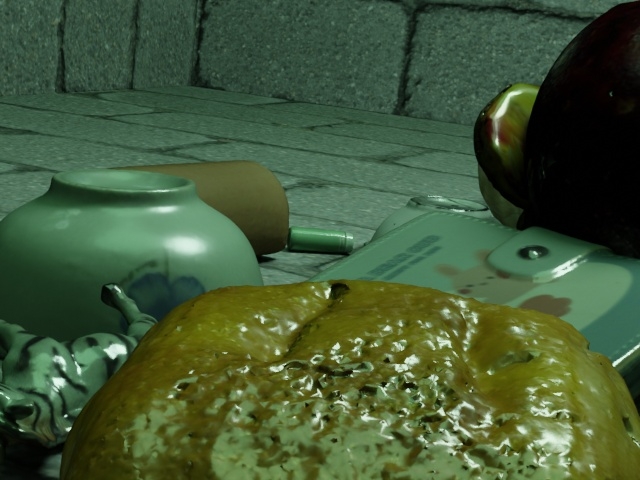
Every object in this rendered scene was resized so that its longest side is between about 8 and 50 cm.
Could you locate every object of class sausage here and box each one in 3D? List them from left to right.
[{"bbox_3d":[-0.147,-0.030,1.440,0.123,0.123,0.253,14,14,37],"label":"sausage"}]

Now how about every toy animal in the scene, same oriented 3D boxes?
[{"bbox_3d":[-0.194,0.097,0.894,0.170,0.089,0.255,18,18,29],"label":"toy animal"}]

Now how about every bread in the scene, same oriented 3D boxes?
[{"bbox_3d":[0.028,0.120,0.713,0.337,0.148,0.328,7,12,10],"label":"bread"}]

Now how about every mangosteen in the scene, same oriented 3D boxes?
[{"bbox_3d":[0.383,-0.088,1.343,0.381,0.381,0.421,0,7,-28],"label":"mangosteen"}]

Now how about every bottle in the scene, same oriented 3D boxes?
[{"bbox_3d":[0.000,0.000,1.587,0.083,0.030,0.030,4,11,-11],"label":"bottle"}]

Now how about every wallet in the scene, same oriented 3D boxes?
[{"bbox_3d":[0.168,0.061,1.167,0.360,0.083,0.252,17,34,43],"label":"wallet"}]

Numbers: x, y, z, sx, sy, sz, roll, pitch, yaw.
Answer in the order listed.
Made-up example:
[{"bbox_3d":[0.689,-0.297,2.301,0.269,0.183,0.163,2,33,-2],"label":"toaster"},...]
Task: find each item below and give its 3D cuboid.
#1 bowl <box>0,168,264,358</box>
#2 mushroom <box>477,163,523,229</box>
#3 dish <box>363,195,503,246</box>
[{"bbox_3d":[-0.181,0.014,1.142,0.289,0.146,0.289,5,12,-1],"label":"bowl"},{"bbox_3d":[0.343,-0.077,1.723,0.254,0.260,0.234,12,47,-10],"label":"mushroom"},{"bbox_3d":[0.175,-0.009,1.601,0.246,0.078,0.224,11,11,24],"label":"dish"}]
